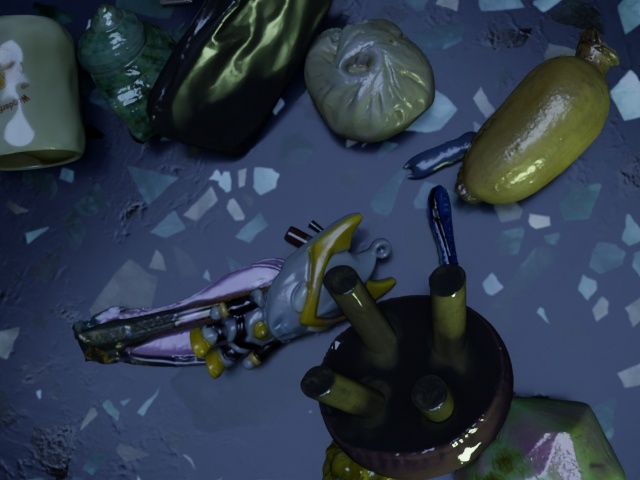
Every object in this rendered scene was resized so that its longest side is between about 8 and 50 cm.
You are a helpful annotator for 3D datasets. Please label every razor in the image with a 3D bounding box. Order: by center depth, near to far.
[{"bbox_3d":[0.198,0.079,1.688,0.056,0.093,0.324,-22,77,37],"label":"razor"}]

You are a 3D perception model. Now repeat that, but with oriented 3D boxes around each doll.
[{"bbox_3d":[-0.037,0.083,1.651,0.316,0.103,0.145,-30,104,0],"label":"doll"},{"bbox_3d":[0.183,-0.126,1.721,0.125,0.027,0.037,-23,83,5],"label":"doll"}]

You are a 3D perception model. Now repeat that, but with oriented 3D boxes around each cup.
[{"bbox_3d":[-0.464,-0.209,1.732,0.173,0.255,0.202,-4,84,-39],"label":"cup"}]

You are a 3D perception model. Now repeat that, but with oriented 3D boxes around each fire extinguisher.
[{"bbox_3d":[-0.001,0.002,1.724,0.100,0.032,0.046,27,49,4],"label":"fire extinguisher"}]

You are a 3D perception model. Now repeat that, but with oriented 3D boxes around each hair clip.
[{"bbox_3d":[-0.187,0.121,1.710,0.358,0.095,0.110,-11,49,-5],"label":"hair clip"}]

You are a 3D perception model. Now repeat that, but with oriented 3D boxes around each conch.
[{"bbox_3d":[-0.278,-0.256,1.707,0.188,0.122,0.176,44,44,-18],"label":"conch"}]

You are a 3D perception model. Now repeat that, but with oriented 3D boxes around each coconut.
[{"bbox_3d":[0.297,0.312,1.583,0.204,0.236,0.236,-29,82,-34],"label":"coconut"}]

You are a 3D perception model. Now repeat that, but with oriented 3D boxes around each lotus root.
[{"bbox_3d":[0.317,-0.160,1.653,0.131,0.146,0.303,43,92,13],"label":"lotus root"}]

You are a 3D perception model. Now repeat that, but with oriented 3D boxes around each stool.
[{"bbox_3d":[0.109,0.162,1.535,0.272,0.178,0.272,-11,55,15],"label":"stool"}]

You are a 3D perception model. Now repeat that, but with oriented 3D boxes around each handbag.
[{"bbox_3d":[-0.109,-0.279,1.646,0.332,0.191,0.075,-60,40,19],"label":"handbag"}]

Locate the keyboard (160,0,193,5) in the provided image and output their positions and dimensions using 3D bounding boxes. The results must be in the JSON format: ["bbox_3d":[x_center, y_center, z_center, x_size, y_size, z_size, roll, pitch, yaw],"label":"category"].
[{"bbox_3d":[-0.221,-0.444,1.786,0.055,0.017,0.166,-3,84,8],"label":"keyboard"}]

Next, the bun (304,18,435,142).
[{"bbox_3d":[0.068,-0.244,1.690,0.178,0.128,0.193,-28,81,2],"label":"bun"}]

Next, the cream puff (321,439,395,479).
[{"bbox_3d":[0.073,0.323,1.642,0.146,0.146,0.116,-1,44,4],"label":"cream puff"}]
